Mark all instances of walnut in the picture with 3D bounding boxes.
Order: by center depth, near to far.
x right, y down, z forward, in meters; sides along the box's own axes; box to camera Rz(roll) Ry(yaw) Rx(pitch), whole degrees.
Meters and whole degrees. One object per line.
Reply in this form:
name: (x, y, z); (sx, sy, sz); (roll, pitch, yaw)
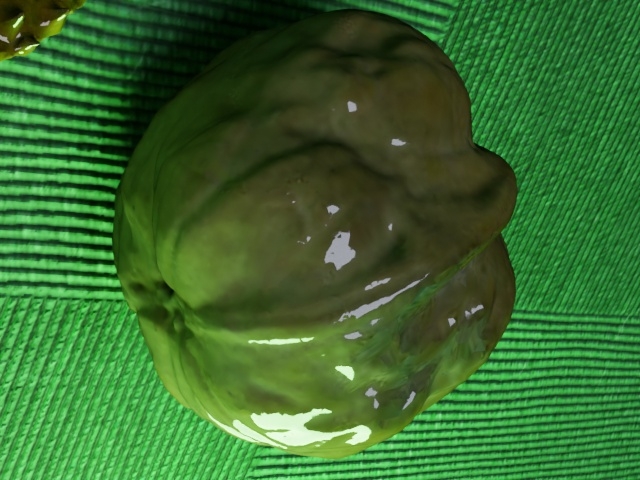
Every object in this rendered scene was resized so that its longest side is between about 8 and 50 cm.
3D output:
walnut: (-0.001, -0.002, 1.175); (0.277, 0.282, 0.253); (-34, 178, -35)

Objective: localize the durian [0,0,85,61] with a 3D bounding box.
durian: (-0.229, -0.132, 0.907); (0.260, 0.186, 0.154); (-49, 152, -30)
